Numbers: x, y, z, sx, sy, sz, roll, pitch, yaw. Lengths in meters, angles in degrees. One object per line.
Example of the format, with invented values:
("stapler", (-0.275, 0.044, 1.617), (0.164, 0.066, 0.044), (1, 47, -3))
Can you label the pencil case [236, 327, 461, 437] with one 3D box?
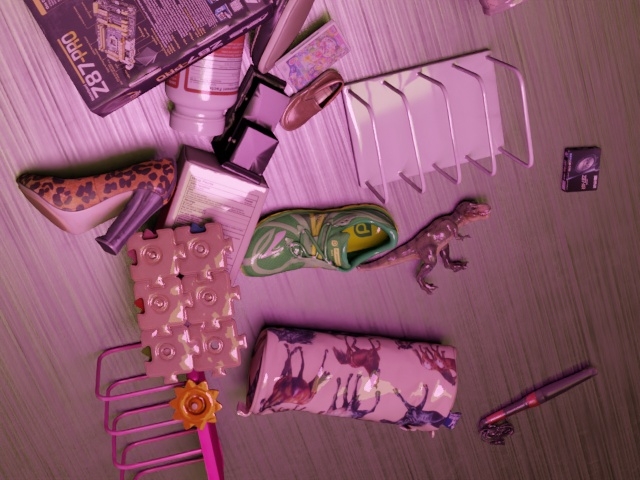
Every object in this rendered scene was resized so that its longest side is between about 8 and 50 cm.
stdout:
("pencil case", (0.054, 0.265, 1.845), (0.410, 0.160, 0.184), (8, 93, -15))

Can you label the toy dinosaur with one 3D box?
("toy dinosaur", (0.208, 0.026, 1.849), (0.268, 0.064, 0.118), (-30, 107, 2))

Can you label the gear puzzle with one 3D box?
("gear puzzle", (-0.209, 0.142, 1.621), (0.175, 0.044, 0.339), (-8, 92, 2))

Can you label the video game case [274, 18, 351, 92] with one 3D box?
("video game case", (-0.012, -0.310, 1.675), (0.122, 0.011, 0.087), (-37, 150, 3))

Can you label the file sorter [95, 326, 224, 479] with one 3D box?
("file sorter", (-0.284, 0.341, 1.779), (0.182, 0.202, 0.291), (-11, 112, -5))

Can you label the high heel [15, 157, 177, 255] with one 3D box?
("high heel", (-0.367, -0.097, 1.638), (0.186, 0.261, 0.093), (-52, 152, -21))

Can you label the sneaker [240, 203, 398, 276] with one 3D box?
("sneaker", (0.000, 0.000, 1.749), (0.295, 0.123, 0.109), (-14, 109, -13))

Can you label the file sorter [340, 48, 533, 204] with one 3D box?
("file sorter", (0.201, -0.192, 1.705), (0.277, 0.173, 0.193), (-15, 112, -6))

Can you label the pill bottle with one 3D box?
("pill bottle", (-0.189, -0.285, 1.612), (0.121, 0.121, 0.216), (5, 109, -14))

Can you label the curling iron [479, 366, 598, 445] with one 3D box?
("curling iron", (0.442, 0.331, 2.023), (0.274, 0.035, 0.068), (-33, 117, 2))

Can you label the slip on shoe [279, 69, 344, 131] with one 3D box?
("slip on shoe", (-0.013, -0.237, 1.707), (0.135, 0.041, 0.051), (-39, 126, 3))

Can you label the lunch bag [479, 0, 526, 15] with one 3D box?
("lunch bag", (0.338, -0.531, 1.614), (0.287, 0.169, 0.235), (-28, 113, -6))

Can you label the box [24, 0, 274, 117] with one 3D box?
("box", (-0.300, -0.431, 1.477), (0.318, 0.097, 0.395), (-32, 91, -2))

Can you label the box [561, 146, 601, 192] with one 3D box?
("box", (0.492, -0.134, 1.872), (0.067, 0.018, 0.083), (-3, 110, -11))

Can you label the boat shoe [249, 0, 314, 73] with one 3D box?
("boat shoe", (-0.057, -0.439, 1.592), (0.113, 0.127, 0.340), (29, 118, 6))

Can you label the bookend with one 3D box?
("bookend", (-0.109, -0.193, 1.644), (0.072, 0.157, 0.156), (24, 104, -20))

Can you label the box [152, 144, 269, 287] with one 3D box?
("box", (-0.200, -0.025, 1.700), (0.148, 0.127, 0.232), (18, 105, -16))
